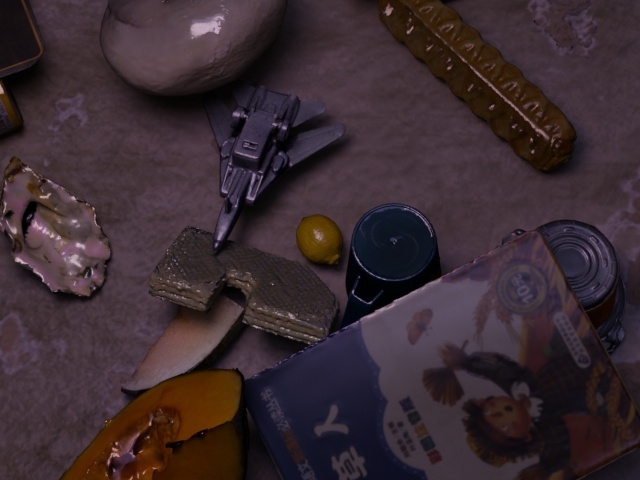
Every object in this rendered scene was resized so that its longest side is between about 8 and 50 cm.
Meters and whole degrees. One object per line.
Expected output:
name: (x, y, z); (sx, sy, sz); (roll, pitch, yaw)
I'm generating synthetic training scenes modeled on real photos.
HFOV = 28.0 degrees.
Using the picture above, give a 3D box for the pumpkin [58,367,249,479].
pumpkin: (-0.192, 0.283, 1.608); (0.312, 0.148, 0.169); (-27, 24, 13)

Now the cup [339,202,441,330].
cup: (0.084, 0.046, 1.660); (0.131, 0.155, 0.176); (29, 71, 14)

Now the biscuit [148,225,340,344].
biscuit: (-0.092, 0.060, 1.680); (0.249, 0.046, 0.147); (18, 30, 7)

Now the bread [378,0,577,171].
bread: (0.219, -0.236, 1.810); (0.084, 0.077, 0.367); (-38, 70, -16)

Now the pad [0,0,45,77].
pad: (-0.523, -0.366, 1.848); (0.314, 0.063, 0.375); (-21, 52, -10)

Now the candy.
candy: (-0.165, -0.302, 1.777); (0.295, 0.185, 0.295); (-17, 34, 12)

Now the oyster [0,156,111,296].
oyster: (-0.377, -0.008, 1.758); (0.209, 0.072, 0.133); (37, 67, -5)

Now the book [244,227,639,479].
book: (0.149, 0.212, 1.577); (0.427, 0.039, 0.300); (-28, 86, 3)

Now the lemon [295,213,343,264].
lemon: (0.000, 0.000, 1.733); (0.062, 0.062, 0.083); (-33, 71, -10)

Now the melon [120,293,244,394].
melon: (-0.179, 0.143, 1.692); (0.098, 0.054, 0.182); (27, 72, 19)

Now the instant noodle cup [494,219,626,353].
instant noodle cup: (0.314, 0.050, 1.663); (0.208, 0.125, 0.178); (31, 73, 14)

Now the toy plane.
toy plane: (-0.099, -0.103, 1.731); (0.212, 0.088, 0.267); (16, 55, 10)

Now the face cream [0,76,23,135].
face cream: (-0.598, -0.141, 1.797); (0.348, 0.105, 0.105); (-24, 69, -6)
